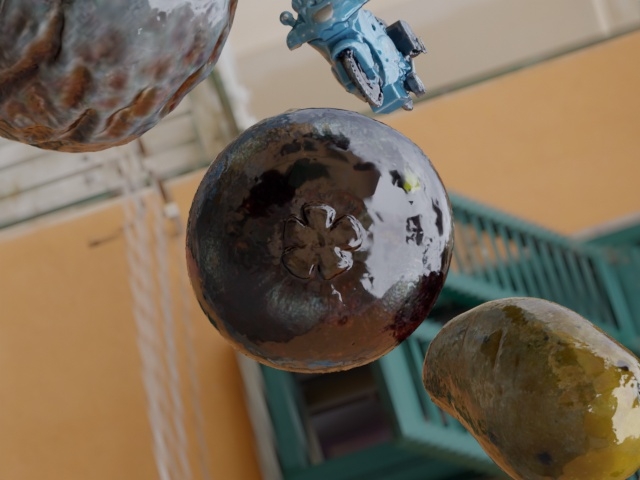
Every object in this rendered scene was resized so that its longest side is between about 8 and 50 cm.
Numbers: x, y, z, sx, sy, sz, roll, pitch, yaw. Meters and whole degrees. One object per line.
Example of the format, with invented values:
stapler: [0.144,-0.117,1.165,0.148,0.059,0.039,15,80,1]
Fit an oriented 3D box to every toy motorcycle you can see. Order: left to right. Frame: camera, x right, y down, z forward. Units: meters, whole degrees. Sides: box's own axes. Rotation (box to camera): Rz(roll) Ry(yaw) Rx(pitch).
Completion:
toy motorcycle: [0.046,-0.234,2.203,0.182,0.123,0.272,61,13,6]

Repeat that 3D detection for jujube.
jujube: [-0.189,-0.200,1.529,0.308,0.215,0.247,-6,-108,62]

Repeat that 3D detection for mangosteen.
mangosteen: [0.000,0.000,1.869,0.288,0.288,0.288,-18,90,-86]

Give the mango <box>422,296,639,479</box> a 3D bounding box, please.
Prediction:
mango: [0.231,0.155,1.936,0.175,0.176,0.329,52,-6,-28]

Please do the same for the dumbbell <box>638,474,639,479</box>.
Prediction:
dumbbell: [0.489,0.193,2.173,0.185,0.185,0.388,-9,110,-86]
